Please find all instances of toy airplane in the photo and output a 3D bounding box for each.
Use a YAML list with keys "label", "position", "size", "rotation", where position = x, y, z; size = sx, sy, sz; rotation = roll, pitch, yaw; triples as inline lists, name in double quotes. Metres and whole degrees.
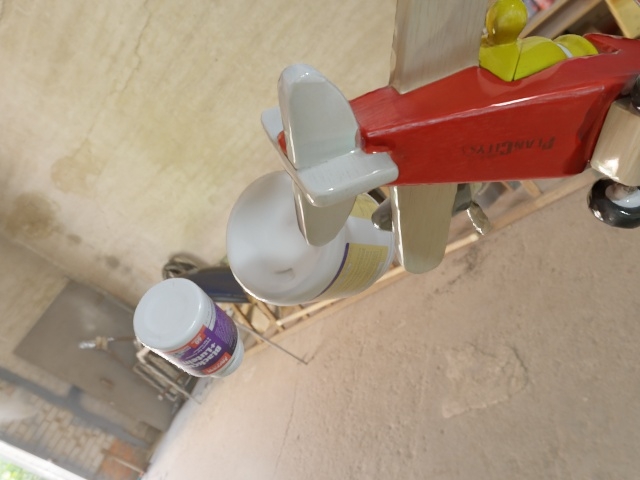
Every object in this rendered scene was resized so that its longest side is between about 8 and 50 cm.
- label: "toy airplane"
  position: [0.126, -0.141, 0.499]
  size: [0.386, 0.384, 0.273]
  rotation: [-40, 36, 33]

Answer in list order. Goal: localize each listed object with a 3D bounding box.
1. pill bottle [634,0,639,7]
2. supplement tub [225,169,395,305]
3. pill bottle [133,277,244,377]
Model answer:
- label: "pill bottle"
  position: [0.384, -0.319, 0.455]
  size: [0.210, 0.362, 0.211]
  rotation: [-37, 43, 44]
- label: "supplement tub"
  position: [0.000, 0.000, 0.970]
  size: [0.241, 0.241, 0.331]
  rotation: [-45, -22, 19]
- label: "pill bottle"
  position: [-0.189, 0.146, 0.750]
  size: [0.107, 0.194, 0.108]
  rotation: [-7, 58, 12]
